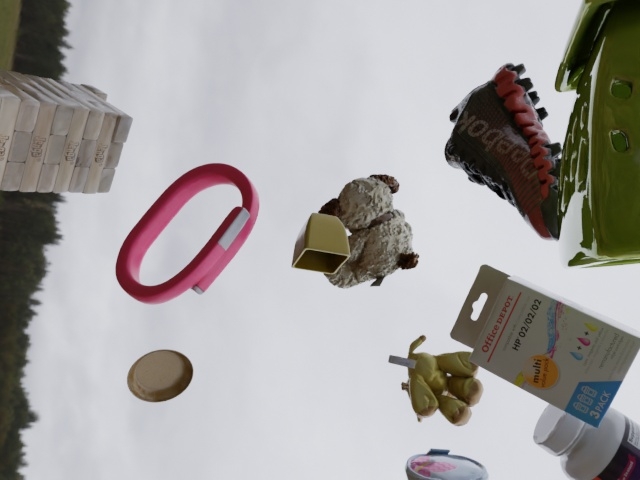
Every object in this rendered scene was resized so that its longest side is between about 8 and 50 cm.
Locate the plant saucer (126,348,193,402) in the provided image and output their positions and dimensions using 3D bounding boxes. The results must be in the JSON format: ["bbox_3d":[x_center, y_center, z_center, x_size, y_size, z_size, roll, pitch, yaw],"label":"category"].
[{"bbox_3d":[-0.206,0.171,0.777,0.083,0.083,0.015,-65,-151,15],"label":"plant saucer"}]

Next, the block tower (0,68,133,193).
[{"bbox_3d":[-0.315,-0.097,0.504,0.097,0.335,0.091,32,-70,24],"label":"block tower"}]

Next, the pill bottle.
[{"bbox_3d":[0.373,0.277,0.754,0.108,0.193,0.108,-55,173,-11],"label":"pill bottle"}]

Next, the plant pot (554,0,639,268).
[{"bbox_3d":[0.293,-0.092,0.446,0.228,0.227,0.207,-6,-96,15],"label":"plant pot"}]

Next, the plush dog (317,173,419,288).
[{"bbox_3d":[0.116,-0.034,1.383,0.225,0.262,0.210,63,-23,-10],"label":"plush dog"}]

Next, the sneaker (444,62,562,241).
[{"bbox_3d":[0.226,-0.096,0.735,0.135,0.097,0.276,-26,-134,23],"label":"sneaker"}]

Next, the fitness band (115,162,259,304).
[{"bbox_3d":[-0.230,-0.014,1.054,0.209,0.054,0.291,24,-111,39],"label":"fitness band"}]

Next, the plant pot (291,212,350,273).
[{"bbox_3d":[0.000,0.000,1.042,0.081,0.081,0.083,128,-32,-57],"label":"plant pot"}]

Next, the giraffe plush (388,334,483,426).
[{"bbox_3d":[0.250,0.333,1.365,0.181,0.210,0.170,-55,159,-25],"label":"giraffe plush"}]

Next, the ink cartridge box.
[{"bbox_3d":[0.235,0.107,0.657,0.181,0.061,0.104,26,-80,23],"label":"ink cartridge box"}]

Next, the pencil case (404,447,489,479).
[{"bbox_3d":[0.166,0.428,0.808,0.113,0.124,0.273,1,-89,14],"label":"pencil case"}]
